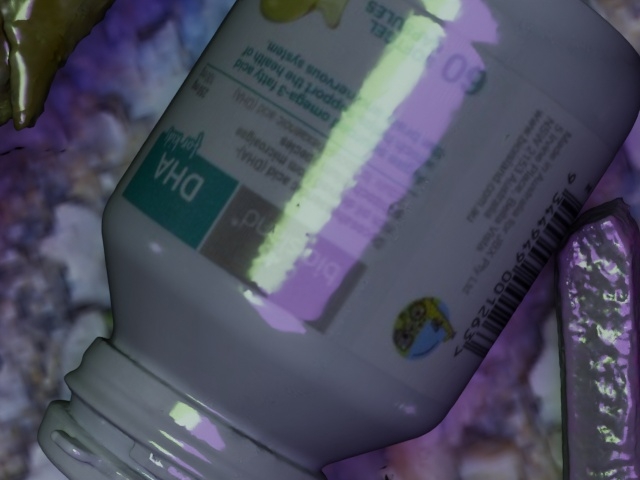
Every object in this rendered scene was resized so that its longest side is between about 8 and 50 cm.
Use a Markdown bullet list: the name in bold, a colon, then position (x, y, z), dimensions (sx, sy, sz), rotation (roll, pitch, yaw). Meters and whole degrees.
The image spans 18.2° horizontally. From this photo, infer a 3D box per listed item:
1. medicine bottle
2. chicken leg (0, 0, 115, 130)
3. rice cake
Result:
- **medicine bottle**: position (0.000, 0.000, 0.666), dimensions (0.135, 0.135, 0.215), rotation (33, 91, -4)
- **chicken leg**: position (-0.161, -0.056, 0.656), dimensions (0.429, 0.153, 0.201), rotation (-43, 86, -8)
- **rice cake**: position (0.104, 0.088, 0.721), dimensions (0.036, 0.047, 0.207), rotation (-2, 92, 4)
